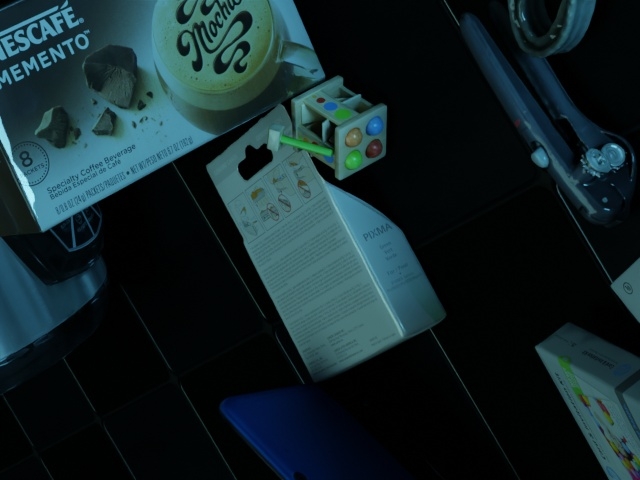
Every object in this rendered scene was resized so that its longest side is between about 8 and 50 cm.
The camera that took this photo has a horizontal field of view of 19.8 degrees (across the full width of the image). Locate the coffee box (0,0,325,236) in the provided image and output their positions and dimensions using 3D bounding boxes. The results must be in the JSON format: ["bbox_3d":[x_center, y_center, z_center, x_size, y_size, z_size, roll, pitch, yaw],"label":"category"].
[{"bbox_3d":[-0.165,-0.139,1.471,0.119,0.297,0.168,-5,112,56],"label":"coffee box"}]

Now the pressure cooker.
[{"bbox_3d":[-0.451,-0.045,1.894,0.370,0.375,0.420,4,120,58],"label":"pressure cooker"}]

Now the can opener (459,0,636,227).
[{"bbox_3d":[0.156,-0.088,1.282,0.186,0.059,0.073,55,150,7],"label":"can opener"}]

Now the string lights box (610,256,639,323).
[{"bbox_3d":[0.317,0.089,1.181,0.260,0.076,0.133,53,149,10],"label":"string lights box"}]

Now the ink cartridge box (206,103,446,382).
[{"bbox_3d":[0.000,0.000,1.601,0.225,0.056,0.181,64,150,4],"label":"ink cartridge box"}]

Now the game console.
[{"bbox_3d":[0.046,0.271,1.640,0.293,0.173,0.250,44,146,25],"label":"game console"}]

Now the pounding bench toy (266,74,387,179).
[{"bbox_3d":[0.006,-0.083,1.479,0.065,0.083,0.052,36,142,35],"label":"pounding bench toy"}]

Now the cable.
[{"bbox_3d":[0.171,-0.207,1.145,0.139,0.072,0.287,64,150,3],"label":"cable"}]

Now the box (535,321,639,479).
[{"bbox_3d":[0.237,0.143,1.309,0.145,0.038,0.186,59,171,-19],"label":"box"}]
